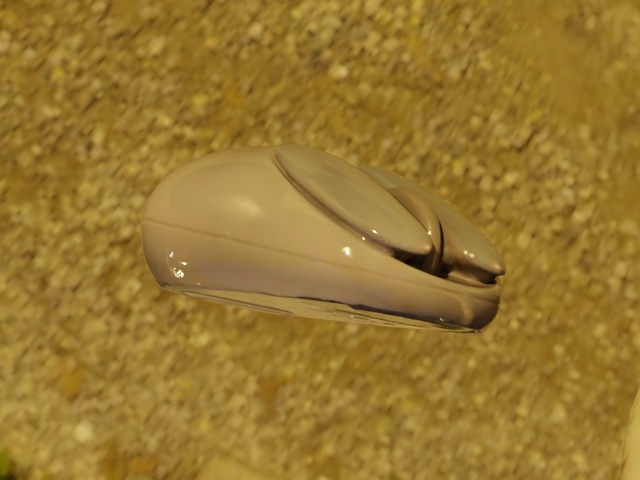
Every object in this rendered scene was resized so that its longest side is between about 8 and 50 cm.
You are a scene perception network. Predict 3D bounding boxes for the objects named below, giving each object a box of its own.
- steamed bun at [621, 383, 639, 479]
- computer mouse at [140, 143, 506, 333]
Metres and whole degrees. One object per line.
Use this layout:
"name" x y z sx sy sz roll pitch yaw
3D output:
"steamed bun" 0.297 0.001 0.557 0.428 0.247 0.189 0 99 5
"computer mouse" 0.000 -0.002 0.447 0.096 0.066 0.039 4 83 48
